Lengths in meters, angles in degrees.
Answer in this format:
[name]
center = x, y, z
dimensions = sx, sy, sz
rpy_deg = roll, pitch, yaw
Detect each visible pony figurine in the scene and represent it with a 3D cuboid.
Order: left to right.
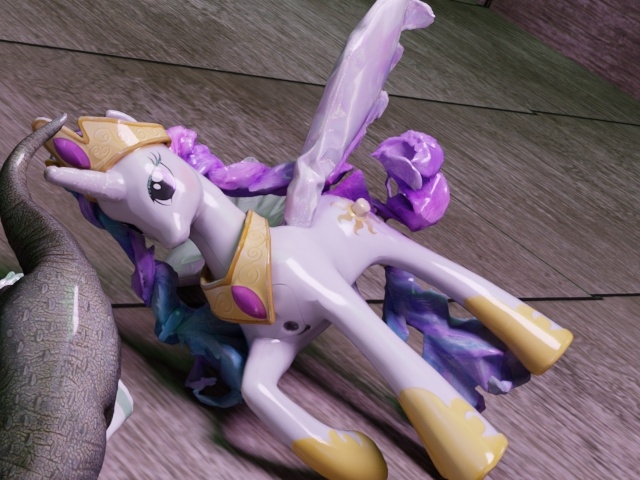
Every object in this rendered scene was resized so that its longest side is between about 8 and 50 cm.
[pony figurine]
center = 0.000, 0.000, 1.139
dimensions = 0.363, 0.303, 0.351
rpy_deg = 42, 30, 4

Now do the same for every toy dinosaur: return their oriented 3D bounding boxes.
[toy dinosaur]
center = -0.141, 0.086, 0.771
dimensions = 0.121, 0.313, 0.160
rpy_deg = 29, -21, -19

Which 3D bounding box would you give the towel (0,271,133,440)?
[towel]
center = -0.171, 0.090, 0.898
dimensions = 0.113, 0.023, 0.152
rpy_deg = 50, 30, -7
